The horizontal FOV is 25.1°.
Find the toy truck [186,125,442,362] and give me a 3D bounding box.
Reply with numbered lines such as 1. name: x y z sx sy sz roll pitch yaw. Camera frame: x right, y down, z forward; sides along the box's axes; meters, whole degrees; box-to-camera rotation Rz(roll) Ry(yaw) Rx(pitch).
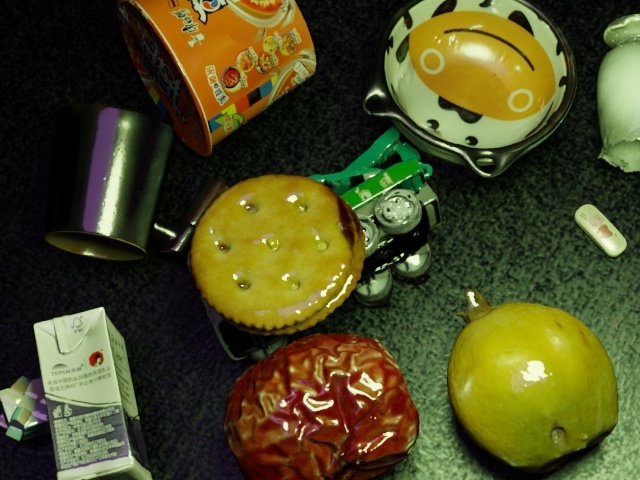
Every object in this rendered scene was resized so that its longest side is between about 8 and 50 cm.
1. toy truck: 0.002 0.006 1.898 0.363 0.176 0.178 -32 61 -7

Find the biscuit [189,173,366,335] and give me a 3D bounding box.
1. biscuit: -0.054 0.013 1.773 0.220 0.066 0.220 -5 62 10

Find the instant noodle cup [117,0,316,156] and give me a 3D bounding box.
1. instant noodle cup: -0.138 -0.267 1.979 0.192 0.250 0.250 -31 69 -15

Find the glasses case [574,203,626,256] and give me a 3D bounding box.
1. glasses case: 0.377 -0.013 1.934 0.032 0.021 0.083 -38 70 -7

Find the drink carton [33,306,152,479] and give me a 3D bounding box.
1. drink carton: -0.294 0.213 1.863 0.102 0.134 0.222 -14 68 2

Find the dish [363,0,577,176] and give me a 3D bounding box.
1. dish: 0.202 -0.205 1.961 0.303 0.120 0.303 1 65 -3

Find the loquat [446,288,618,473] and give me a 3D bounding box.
1. loquat: 0.250 0.165 1.789 0.213 0.213 0.246 -31 73 -6

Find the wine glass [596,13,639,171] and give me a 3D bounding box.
1. wine glass: 0.431 -0.201 1.950 0.111 0.111 0.204 4 68 8

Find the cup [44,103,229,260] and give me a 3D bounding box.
1. cup: -0.255 -0.072 1.951 0.239 0.166 0.177 5 74 9

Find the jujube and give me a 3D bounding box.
1. jujube: -0.004 0.219 1.789 0.232 0.213 0.213 -26 69 -3

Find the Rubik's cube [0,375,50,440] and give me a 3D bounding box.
1. Rubik's cube: -0.394 0.224 1.900 0.073 0.075 0.084 -19 53 -18
